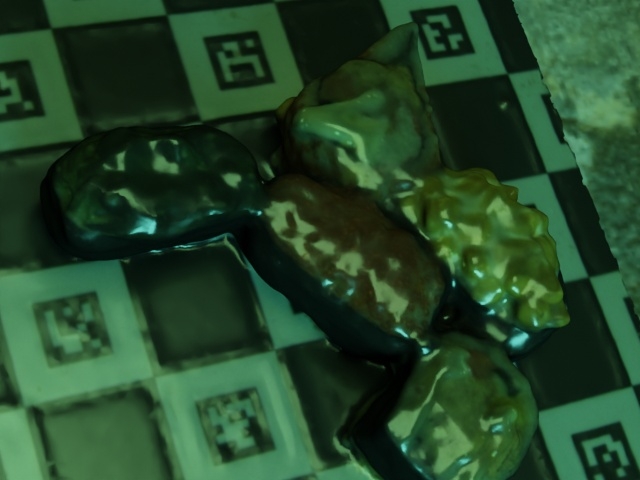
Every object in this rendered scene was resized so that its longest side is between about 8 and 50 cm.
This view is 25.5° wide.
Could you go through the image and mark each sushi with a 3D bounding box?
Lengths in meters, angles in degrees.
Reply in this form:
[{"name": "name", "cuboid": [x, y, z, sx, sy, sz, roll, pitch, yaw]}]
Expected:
[{"name": "sushi", "cuboid": [0.000, 0.000, 0.677, 0.359, 0.064, 0.343, -11, 72, -23]}]
